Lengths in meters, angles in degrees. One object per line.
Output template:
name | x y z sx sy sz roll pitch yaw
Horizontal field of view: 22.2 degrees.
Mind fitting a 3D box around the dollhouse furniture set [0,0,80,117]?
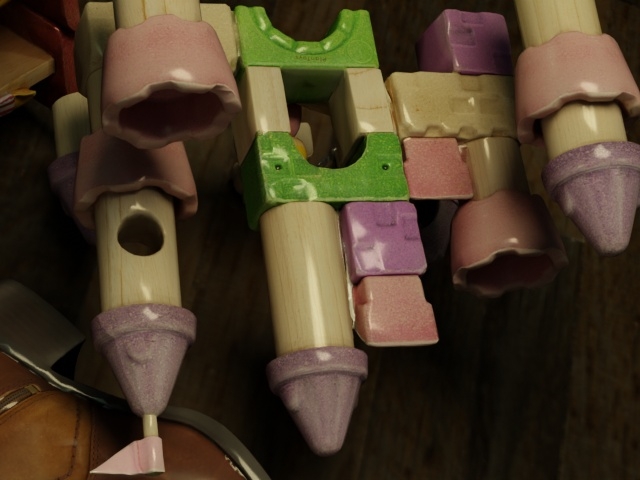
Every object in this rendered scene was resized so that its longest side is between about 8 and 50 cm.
dollhouse furniture set | -0.339 -0.169 1.001 0.374 0.152 0.201 34 51 27

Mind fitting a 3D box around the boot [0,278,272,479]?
boot | -0.176 0.172 0.823 0.264 0.096 0.280 40 54 11

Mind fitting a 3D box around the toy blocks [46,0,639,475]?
toy blocks | 0.000 0.000 0.895 0.289 0.309 0.260 -1 67 -20
